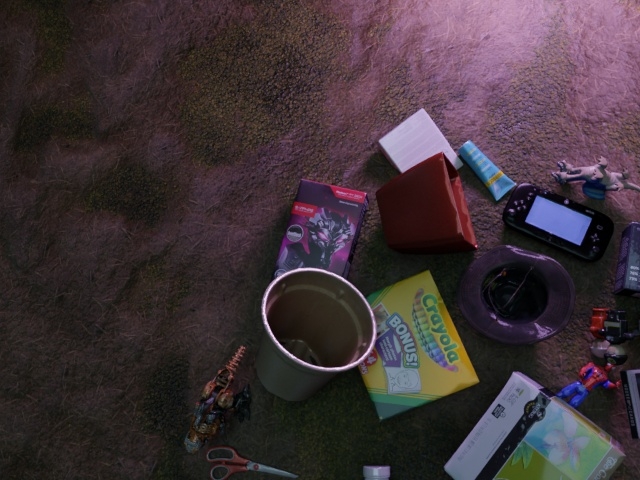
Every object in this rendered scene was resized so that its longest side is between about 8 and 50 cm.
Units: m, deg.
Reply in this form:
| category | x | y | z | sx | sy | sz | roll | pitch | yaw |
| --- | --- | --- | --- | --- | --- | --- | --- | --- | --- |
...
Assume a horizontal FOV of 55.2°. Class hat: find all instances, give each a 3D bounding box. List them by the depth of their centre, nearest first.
| category | x | y | z | sx | sy | sz | roll | pitch | yaw |
| --- | --- | --- | --- | --- | --- | --- | --- | --- | --- |
| hat | 0.580 | 0.182 | 1.818 | 0.331 | 0.134 | 0.332 | -11 | 58 | 18 |

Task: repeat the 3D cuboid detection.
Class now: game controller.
| category | x | y | z | sx | sy | sz | roll | pitch | yaw |
| --- | --- | --- | --- | --- | --- | --- | --- | --- | --- |
| game controller | 0.730 | -0.058 | 1.885 | 0.319 | 0.067 | 0.167 | 26 | 82 | 15 |

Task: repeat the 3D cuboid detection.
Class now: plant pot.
| category | x | y | z | sx | sy | sz | roll | pitch | yaw |
| --- | --- | --- | --- | --- | --- | --- | --- | --- | --- |
| plant pot | -0.048 | 0.304 | 1.779 | 0.333 | 0.306 | 0.334 | 13 | 46 | -14 |
| plant pot | 0.317 | -0.084 | 1.874 | 0.235 | 0.267 | 0.268 | -16 | 77 | 20 |

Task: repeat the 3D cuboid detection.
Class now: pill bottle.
| category | x | y | z | sx | sy | sz | roll | pitch | yaw |
| --- | --- | --- | --- | --- | --- | --- | --- | --- | --- |
| pill bottle | 0.164 | 0.753 | 1.764 | 0.108 | 0.108 | 0.194 | -3 | 76 | 10 |

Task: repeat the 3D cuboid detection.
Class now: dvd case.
| category | x | y | z | sx | sy | sz | roll | pitch | yaw |
| --- | --- | --- | --- | --- | --- | --- | --- | --- | --- |
| dvd case | 0.924 | 0.441 | 1.676 | 0.238 | 0.029 | 0.180 | 2 | 74 | -26 |

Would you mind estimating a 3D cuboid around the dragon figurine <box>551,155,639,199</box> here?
| category | x | y | z | sx | sy | sz | roll | pitch | yaw |
| --- | --- | --- | --- | --- | --- | --- | --- | --- | --- |
| dragon figurine | 0.863 | -0.181 | 1.880 | 0.289 | 0.144 | 0.085 | 22 | 79 | -5 |

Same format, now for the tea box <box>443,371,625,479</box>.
| category | x | y | z | sx | sy | sz | roll | pitch | yaw |
| --- | --- | --- | --- | --- | --- | --- | --- | --- | --- |
| tea box | 0.569 | 0.578 | 1.625 | 0.323 | 0.220 | 0.329 | 36 | 95 | 27 |

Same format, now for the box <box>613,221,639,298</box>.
| category | x | y | z | sx | sy | sz | roll | pitch | yaw |
| --- | --- | --- | --- | --- | --- | --- | --- | --- | --- |
| box | 0.963 | 0.066 | 1.789 | 0.153 | 0.108 | 0.207 | 12 | 78 | 13 |

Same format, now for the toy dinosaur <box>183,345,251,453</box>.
| category | x | y | z | sx | sy | sz | roll | pitch | yaw |
| --- | --- | --- | --- | --- | --- | --- | --- | --- | --- |
| toy dinosaur | -0.299 | 0.487 | 1.857 | 0.322 | 0.218 | 0.164 | -45 | 72 | -3 |

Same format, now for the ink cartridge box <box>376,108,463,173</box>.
| category | x | y | z | sx | sy | sz | roll | pitch | yaw |
| --- | --- | --- | --- | --- | --- | --- | --- | --- | --- |
| ink cartridge box | 0.328 | -0.290 | 2.034 | 0.189 | 0.066 | 0.232 | -36 | 94 | 0 |

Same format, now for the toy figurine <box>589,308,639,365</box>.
| category | x | y | z | sx | sy | sz | roll | pitch | yaw |
| --- | --- | --- | --- | --- | --- | --- | --- | --- | --- |
| toy figurine | 0.872 | 0.268 | 1.705 | 0.209 | 0.213 | 0.148 | 1 | 86 | 8 |

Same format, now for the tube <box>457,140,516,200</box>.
| category | x | y | z | sx | sy | sz | roll | pitch | yaw |
| --- | --- | --- | --- | --- | --- | --- | --- | --- | --- |
| tube | 0.531 | -0.231 | 1.977 | 0.080 | 0.052 | 0.207 | -41 | 79 | 8 |

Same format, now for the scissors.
| category | x | y | z | sx | sy | sz | roll | pitch | yaw |
| --- | --- | --- | --- | --- | --- | --- | --- | --- | --- |
| scissors | -0.215 | 0.688 | 1.894 | 0.296 | 0.021 | 0.109 | -6 | 73 | 10 |

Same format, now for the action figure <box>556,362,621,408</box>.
| category | x | y | z | sx | sy | sz | roll | pitch | yaw |
| --- | --- | --- | --- | --- | --- | --- | --- | --- | --- |
| action figure | 0.738 | 0.428 | 1.731 | 0.280 | 0.139 | 0.091 | -38 | 73 | -3 |

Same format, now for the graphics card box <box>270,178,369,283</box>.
| category | x | y | z | sx | sy | sz | roll | pitch | yaw |
| --- | --- | --- | --- | --- | --- | --- | --- | --- | --- |
| graphics card box | 0.000 | 0.000 | 1.989 | 0.232 | 0.094 | 0.371 | 14 | 80 | 13 |

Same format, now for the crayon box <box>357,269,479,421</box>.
| category | x | y | z | sx | sy | sz | roll | pitch | yaw |
| --- | --- | --- | --- | --- | --- | --- | --- | --- | --- |
| crayon box | 0.257 | 0.318 | 1.856 | 0.312 | 0.106 | 0.363 | -23 | 73 | 4 |
